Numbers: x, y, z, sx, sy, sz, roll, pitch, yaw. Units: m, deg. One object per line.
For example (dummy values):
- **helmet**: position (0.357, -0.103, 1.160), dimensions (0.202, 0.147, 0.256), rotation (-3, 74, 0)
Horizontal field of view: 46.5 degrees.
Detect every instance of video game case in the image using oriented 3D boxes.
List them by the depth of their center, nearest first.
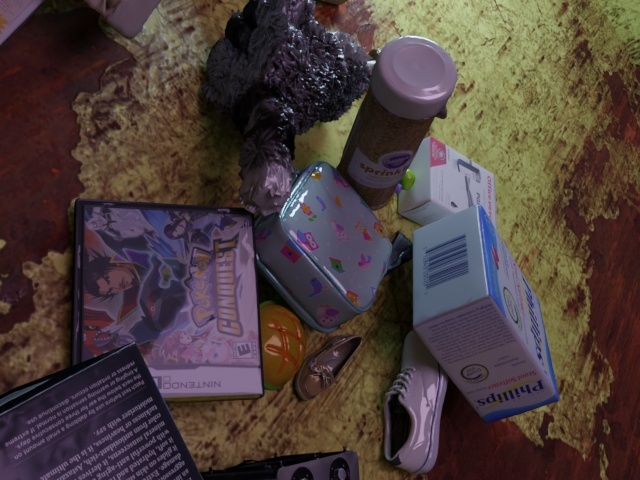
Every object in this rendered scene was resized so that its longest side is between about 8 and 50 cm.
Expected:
- **video game case**: position (-0.205, 0.081, 1.007), dimensions (0.249, 0.035, 0.274), rotation (2, 70, -21)

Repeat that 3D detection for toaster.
- **toaster**: position (-0.060, 0.348, 1.005), dimensions (0.168, 0.186, 0.110), rotation (7, 71, -50)

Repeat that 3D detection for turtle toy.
- **turtle toy**: position (0.128, -0.119, 1.445), dimensions (0.130, 0.066, 0.095), rotation (0, 74, -44)

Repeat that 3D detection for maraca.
- **maraca**: position (-0.067, 0.147, 1.129), dimensions (0.185, 0.099, 0.127), rotation (-52, 127, -59)

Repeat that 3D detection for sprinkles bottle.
- **sprinkles bottle**: position (0.110, -0.177, 1.222), dimensions (0.121, 0.355, 0.121), rotation (4, 65, -9)

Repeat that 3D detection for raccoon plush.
- **raccoon plush**: position (-0.027, -0.193, 1.243), dimensions (0.299, 0.216, 0.446), rotation (25, 60, -41)

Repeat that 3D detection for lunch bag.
- **lunch bag**: position (0.000, 0.000, 1.207), dimensions (0.224, 0.108, 0.279), rotation (46, 29, -10)

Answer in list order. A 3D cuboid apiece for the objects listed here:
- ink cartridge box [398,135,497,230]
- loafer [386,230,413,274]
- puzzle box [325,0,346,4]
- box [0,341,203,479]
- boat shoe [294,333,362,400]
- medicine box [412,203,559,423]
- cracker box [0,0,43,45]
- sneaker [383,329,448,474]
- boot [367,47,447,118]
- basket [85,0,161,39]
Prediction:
- **ink cartridge box**: position (0.268, -0.097, 1.551), dimensions (0.218, 0.092, 0.158), rotation (25, 58, -37)
- **loafer**: position (0.119, 0.031, 1.385), dimensions (0.061, 0.062, 0.170), rotation (58, 34, 4)
- **puzzle box**: position (-0.073, -0.663, 1.436), dimensions (0.272, 0.052, 0.408), rotation (-22, 89, -63)
- **box**: position (-0.257, 0.291, 0.745), dimensions (0.183, 0.296, 0.293), rotation (-28, 94, -47)
- **boat shoe**: position (0.015, 0.202, 1.215), dimensions (0.153, 0.048, 0.056), rotation (-37, 100, -45)
- **medicine box**: position (0.295, 0.133, 1.359), dimensions (0.289, 0.149, 0.263), rotation (51, 27, -29)
- **cracker box**: position (-0.454, -0.344, 0.984), dimensions (0.156, 0.067, 0.232), rotation (42, 50, -23)
- **sneaker**: position (0.160, 0.269, 1.294), dimensions (0.091, 0.094, 0.258), rotation (26, 57, -37)
- **boot**: position (0.200, -0.284, 1.564), dimensions (0.207, 0.090, 0.248), rotation (11, 62, -38)
- **basket**: position (-0.248, -0.518, 1.022), dimensions (0.266, 0.331, 0.328), rotation (35, 30, -21)
